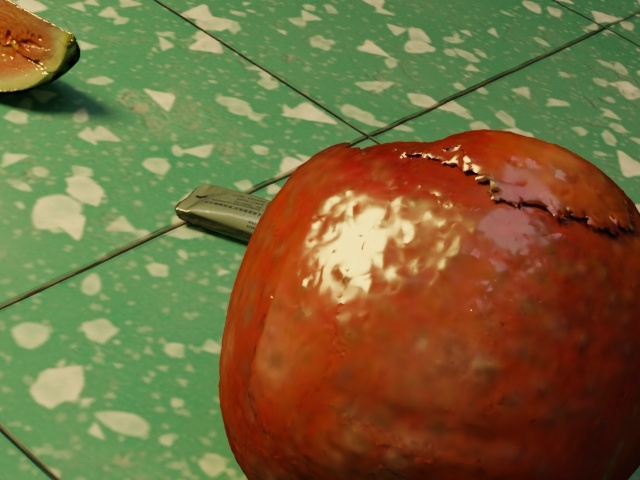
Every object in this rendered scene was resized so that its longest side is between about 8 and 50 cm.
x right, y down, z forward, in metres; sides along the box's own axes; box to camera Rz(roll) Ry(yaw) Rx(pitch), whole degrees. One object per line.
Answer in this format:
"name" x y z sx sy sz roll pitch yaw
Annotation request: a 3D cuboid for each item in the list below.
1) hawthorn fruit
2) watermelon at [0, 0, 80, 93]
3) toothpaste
"hawthorn fruit" 0.058 0.088 0.665 0.276 0.276 0.307 24 64 11
"watermelon" -0.289 -0.164 1.011 0.163 0.087 0.069 23 67 12
"toothpaste" 0.000 0.000 0.931 0.233 0.038 0.060 19 32 8
